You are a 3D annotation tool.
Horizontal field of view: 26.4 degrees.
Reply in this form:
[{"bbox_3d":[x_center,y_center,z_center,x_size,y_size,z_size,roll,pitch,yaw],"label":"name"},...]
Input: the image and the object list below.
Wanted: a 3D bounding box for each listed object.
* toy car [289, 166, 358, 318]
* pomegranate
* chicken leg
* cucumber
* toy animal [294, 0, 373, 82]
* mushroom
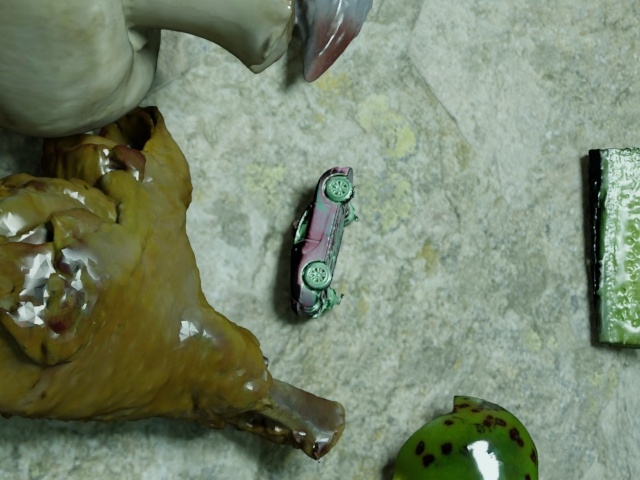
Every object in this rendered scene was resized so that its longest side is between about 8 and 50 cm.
[{"bbox_3d":[0.000,0.000,1.214,0.055,0.069,0.142,11,71,9],"label":"toy car"},{"bbox_3d":[0.128,0.221,1.219,0.169,0.122,0.143,-21,122,-37],"label":"pomegranate"},{"bbox_3d":[-0.132,0.035,1.072,0.409,0.182,0.295,30,50,-30],"label":"chicken leg"},{"bbox_3d":[0.319,0.008,1.431,0.078,0.062,0.211,0,86,0],"label":"cucumber"},{"bbox_3d":[0.009,-0.276,1.252,0.324,0.090,0.195,-38,103,-31],"label":"toy animal"},{"bbox_3d":[-0.152,-0.222,0.995,0.290,0.297,0.297,3,77,1],"label":"mushroom"}]
